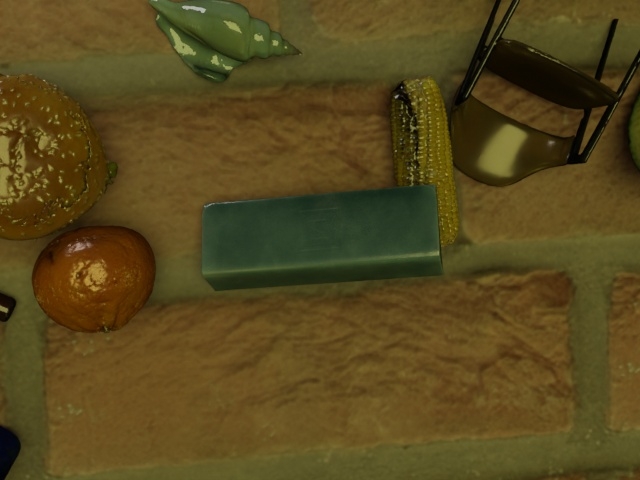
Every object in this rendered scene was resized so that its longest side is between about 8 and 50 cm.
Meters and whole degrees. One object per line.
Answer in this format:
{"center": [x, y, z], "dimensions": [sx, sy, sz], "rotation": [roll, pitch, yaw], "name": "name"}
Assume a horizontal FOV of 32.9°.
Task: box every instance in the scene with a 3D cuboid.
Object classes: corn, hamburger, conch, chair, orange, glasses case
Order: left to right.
{"center": [-0.323, -0.094, 1.154], "dimensions": [0.182, 0.118, 0.191], "rotation": [-27, 96, -24], "name": "hamburger"}
{"center": [-0.246, 0.043, 1.177], "dimensions": [0.135, 0.135, 0.117], "rotation": [2, 82, -7], "name": "orange"}
{"center": [-0.108, -0.230, 1.220], "dimensions": [0.180, 0.088, 0.065], "rotation": [16, 48, -2], "name": "conch"}
{"center": [0.000, 0.000, 1.211], "dimensions": [0.266, 0.056, 0.105], "rotation": [-5, 95, 9], "name": "glasses case"}
{"center": [0.118, -0.088, 1.248], "dimensions": [0.072, 0.072, 0.203], "rotation": [-6, 94, -7], "name": "corn"}
{"center": [0.250, -0.186, 1.219], "dimensions": [0.159, 0.172, 0.247], "rotation": [26, 83, -9], "name": "chair"}

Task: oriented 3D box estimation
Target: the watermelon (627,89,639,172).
{"center": [0.458, -0.170, 1.253], "dimensions": [0.123, 0.129, 0.301], "rotation": [44, 82, -10], "name": "watermelon"}

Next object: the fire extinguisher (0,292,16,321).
{"center": [-0.428, 0.051, 1.210], "dimensions": [0.173, 0.035, 0.049], "rotation": [25, 129, -8], "name": "fire extinguisher"}

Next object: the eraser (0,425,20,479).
{"center": [-0.491, 0.189, 1.150], "dimensions": [0.332, 0.155, 0.101], "rotation": [29, 92, -9], "name": "eraser"}
